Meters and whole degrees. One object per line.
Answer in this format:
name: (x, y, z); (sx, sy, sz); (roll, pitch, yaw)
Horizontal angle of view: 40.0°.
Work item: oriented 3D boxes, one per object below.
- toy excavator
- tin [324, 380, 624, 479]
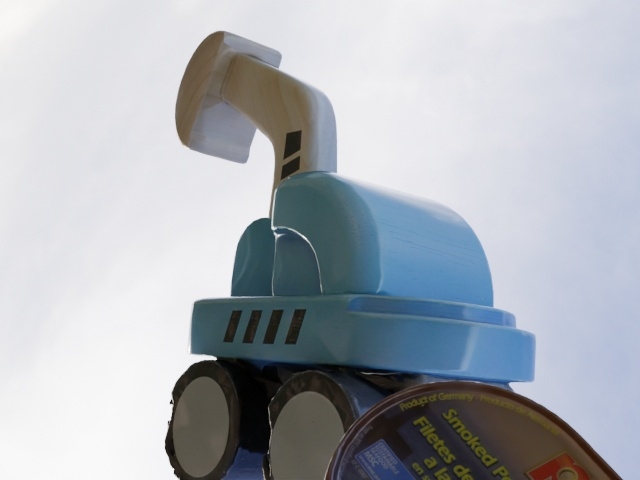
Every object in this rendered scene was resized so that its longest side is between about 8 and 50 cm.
toy excavator: (0.000, 0.000, 0.791); (0.433, 0.222, 0.445); (-5, -105, 51)
tin: (0.077, 0.129, 0.288); (0.106, 0.040, 0.189); (-28, -124, -21)
